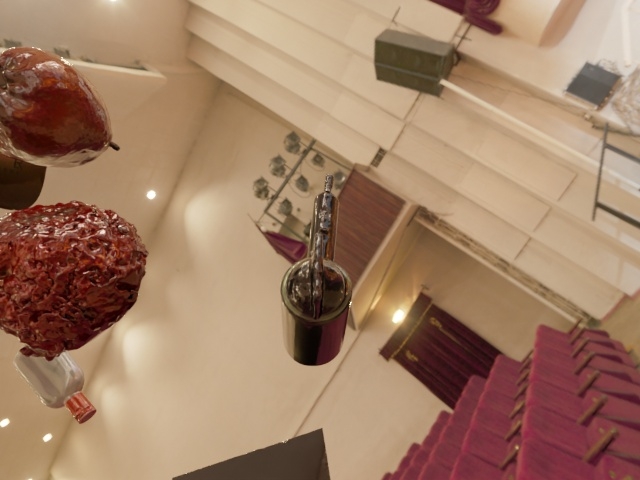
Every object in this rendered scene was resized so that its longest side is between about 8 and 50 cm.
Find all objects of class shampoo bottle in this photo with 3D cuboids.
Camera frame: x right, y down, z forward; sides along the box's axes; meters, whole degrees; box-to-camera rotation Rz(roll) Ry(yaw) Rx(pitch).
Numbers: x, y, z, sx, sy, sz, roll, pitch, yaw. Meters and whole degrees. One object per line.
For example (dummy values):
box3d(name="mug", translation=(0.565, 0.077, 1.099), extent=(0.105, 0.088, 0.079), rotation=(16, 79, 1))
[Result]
box3d(name="shampoo bottle", translation=(-0.577, 0.307, 0.965), extent=(0.108, 0.221, 0.051), rotation=(-48, -15, -3))

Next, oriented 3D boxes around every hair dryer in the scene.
box3d(name="hair dryer", translation=(0.000, 0.000, 0.523), extent=(0.196, 0.077, 0.249), rotation=(95, 179, -57))

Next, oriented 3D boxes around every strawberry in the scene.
box3d(name="strawberry", translation=(-0.430, 0.050, 0.695), extent=(0.274, 0.274, 0.220), rotation=(-55, -39, 4))

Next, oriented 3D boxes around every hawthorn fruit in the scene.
box3d(name="hawthorn fruit", translation=(-0.520, -0.239, 0.861), extent=(0.224, 0.224, 0.261), rotation=(-54, -31, 2))

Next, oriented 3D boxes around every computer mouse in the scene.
box3d(name="computer mouse", translation=(-0.719, -0.225, 1.015), extent=(0.158, 0.071, 0.311), rotation=(30, -126, -70))

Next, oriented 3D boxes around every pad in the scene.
box3d(name="pad", translation=(-0.155, 0.530, 0.901), extent=(0.367, 0.248, 0.007), rotation=(-19, -71, -1))
